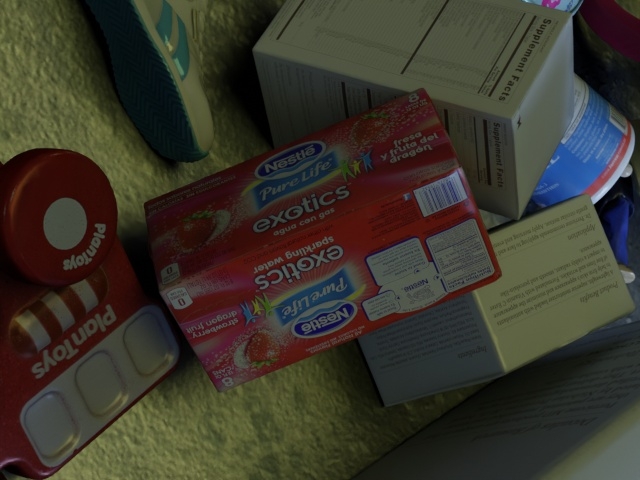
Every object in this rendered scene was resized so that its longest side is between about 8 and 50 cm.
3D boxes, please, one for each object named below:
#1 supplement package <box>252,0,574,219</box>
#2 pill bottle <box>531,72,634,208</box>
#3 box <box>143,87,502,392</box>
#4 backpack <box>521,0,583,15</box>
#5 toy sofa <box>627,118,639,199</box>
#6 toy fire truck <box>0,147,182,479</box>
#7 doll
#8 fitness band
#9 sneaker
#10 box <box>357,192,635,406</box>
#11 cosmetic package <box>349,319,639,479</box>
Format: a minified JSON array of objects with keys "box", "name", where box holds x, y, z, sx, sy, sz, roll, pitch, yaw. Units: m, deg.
[{"box":[0.085,-0.137,1.420,0.139,0.244,0.134,-58,154,-30],"name":"supplement package"},{"box":[0.190,-0.131,1.581,0.221,0.124,0.124,36,60,-21],"name":"pill bottle"},{"box":[0.000,0.000,1.312,0.122,0.257,0.128,-107,173,-52],"name":"box"},{"box":[0.188,-0.335,1.577,0.253,0.191,0.225,49,54,-42],"name":"backpack"},{"box":[0.395,-0.219,1.575,0.177,0.362,0.150,-5,35,0],"name":"toy sofa"},{"box":[-0.251,0.080,1.208,0.302,0.169,0.254,-43,121,-34],"name":"toy fire truck"},{"box":[0.295,-0.038,1.640,0.046,0.129,0.189,3,58,3],"name":"doll"},{"box":[0.405,-0.293,1.767,0.291,0.054,0.209,-24,72,-25],"name":"fitness band"},{"box":[-0.134,-0.179,1.392,0.092,0.087,0.229,-22,92,-39],"name":"sneaker"},{"box":[0.150,0.055,1.467,0.181,0.182,0.119,-21,88,-37],"name":"box"},{"box":[0.257,0.282,1.391,0.393,0.327,0.329,-30,95,-35],"name":"cosmetic package"}]
